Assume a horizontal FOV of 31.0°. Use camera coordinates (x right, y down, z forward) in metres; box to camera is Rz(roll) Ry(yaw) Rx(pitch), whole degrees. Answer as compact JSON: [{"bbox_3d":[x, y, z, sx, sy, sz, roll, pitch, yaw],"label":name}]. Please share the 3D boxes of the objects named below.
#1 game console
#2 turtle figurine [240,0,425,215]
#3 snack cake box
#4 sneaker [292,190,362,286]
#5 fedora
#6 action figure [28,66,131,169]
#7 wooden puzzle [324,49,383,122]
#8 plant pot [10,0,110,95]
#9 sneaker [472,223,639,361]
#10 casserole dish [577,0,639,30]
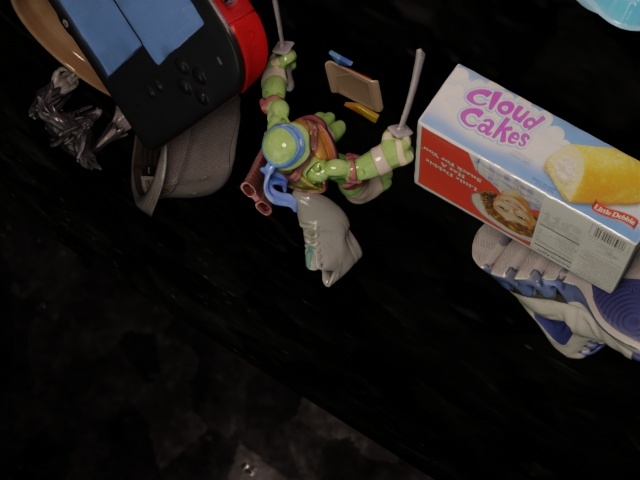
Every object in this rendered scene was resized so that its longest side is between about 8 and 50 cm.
[{"bbox_3d":[-0.235,-0.303,1.309,0.387,0.060,0.342,58,146,-7],"label":"game console"},{"bbox_3d":[0.027,-0.149,1.356,0.197,0.275,0.266,9,176,11],"label":"turtle figurine"},{"bbox_3d":[0.236,-0.064,1.263,0.264,0.089,0.152,31,164,14],"label":"snack cake box"},{"bbox_3d":[0.000,0.000,1.851,0.080,0.094,0.212,23,158,38],"label":"sneaker"},{"bbox_3d":[-0.190,-0.156,1.677,0.124,0.244,0.275,8,142,-19],"label":"fedora"},{"bbox_3d":[-0.421,-0.219,1.995,0.164,0.141,0.275,47,175,-26],"label":"action figure"},{"bbox_3d":[0.043,-0.190,1.419,0.078,0.014,0.116,27,161,13],"label":"wooden puzzle"},{"bbox_3d":[-0.300,-0.305,1.591,0.237,0.110,0.237,32,163,11],"label":"plant pot"},{"bbox_3d":[0.345,0.075,1.396,0.315,0.127,0.182,27,166,45],"label":"sneaker"},{"bbox_3d":[0.262,-0.222,0.895,0.114,0.037,0.188,42,160,-20],"label":"casserole dish"}]
